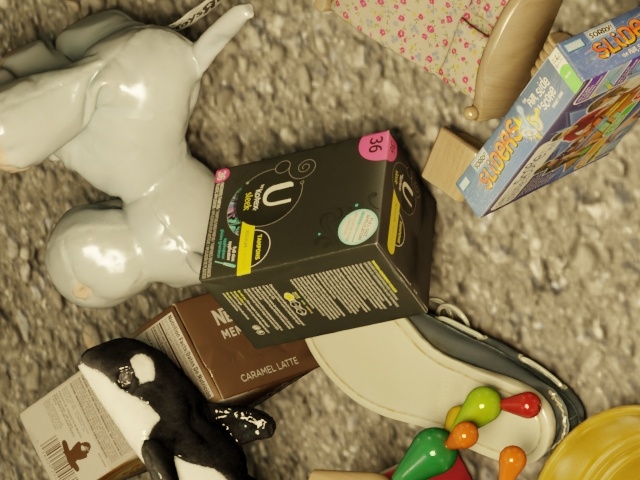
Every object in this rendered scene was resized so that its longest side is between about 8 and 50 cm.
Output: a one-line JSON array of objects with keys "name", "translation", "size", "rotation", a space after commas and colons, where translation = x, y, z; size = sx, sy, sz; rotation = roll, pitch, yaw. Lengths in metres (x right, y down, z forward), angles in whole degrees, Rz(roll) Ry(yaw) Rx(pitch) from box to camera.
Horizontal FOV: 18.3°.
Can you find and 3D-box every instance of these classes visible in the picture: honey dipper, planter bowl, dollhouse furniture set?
[{"name": "honey dipper", "translation": [0.162, -0.093, 1.579], "size": [0.030, 0.030, 0.161], "rotation": [43, 128, 24]}, {"name": "planter bowl", "translation": [0.263, 0.237, 1.516], "size": [0.217, 0.090, 0.217], "rotation": [-14, 71, 46]}, {"name": "dollhouse furniture set", "translation": [0.026, -0.246, 1.556], "size": [0.303, 0.174, 0.355], "rotation": [36, 121, 28]}]

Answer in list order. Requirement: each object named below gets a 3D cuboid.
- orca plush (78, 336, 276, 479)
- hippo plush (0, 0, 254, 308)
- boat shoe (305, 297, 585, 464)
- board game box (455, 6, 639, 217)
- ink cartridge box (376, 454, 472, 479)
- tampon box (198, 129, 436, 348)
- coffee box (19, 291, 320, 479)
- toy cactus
[{"name": "orca plush", "translation": [-0.076, 0.186, 1.637], "size": [0.102, 0.151, 0.287], "rotation": [-36, 77, 1]}, {"name": "hippo plush", "translation": [-0.166, -0.073, 1.776], "size": [0.294, 0.234, 0.236], "rotation": [-21, 109, 0]}, {"name": "boat shoe", "translation": [0.100, 0.103, 1.642], "size": [0.254, 0.079, 0.095], "rotation": [21, 111, 32]}, {"name": "board game box", "translation": [0.191, -0.099, 1.437], "size": [0.035, 0.136, 0.201], "rotation": [57, 150, 14]}, {"name": "ink cartridge box", "translation": [0.077, 0.359, 1.692], "size": [0.226, 0.131, 0.306], "rotation": [-37, 75, 39]}, {"name": "tampon box", "translation": [0.000, 0.000, 1.625], "size": [0.161, 0.101, 0.120], "rotation": [-13, 48, 23]}, {"name": "coffee box", "translation": [-0.138, 0.135, 1.808], "size": [0.246, 0.141, 0.098], "rotation": [-34, 79, 38]}, {"name": "toy cactus", "translation": [0.080, 0.211, 1.557], "size": [0.180, 0.112, 0.219], "rotation": [13, 97, 13]}]
